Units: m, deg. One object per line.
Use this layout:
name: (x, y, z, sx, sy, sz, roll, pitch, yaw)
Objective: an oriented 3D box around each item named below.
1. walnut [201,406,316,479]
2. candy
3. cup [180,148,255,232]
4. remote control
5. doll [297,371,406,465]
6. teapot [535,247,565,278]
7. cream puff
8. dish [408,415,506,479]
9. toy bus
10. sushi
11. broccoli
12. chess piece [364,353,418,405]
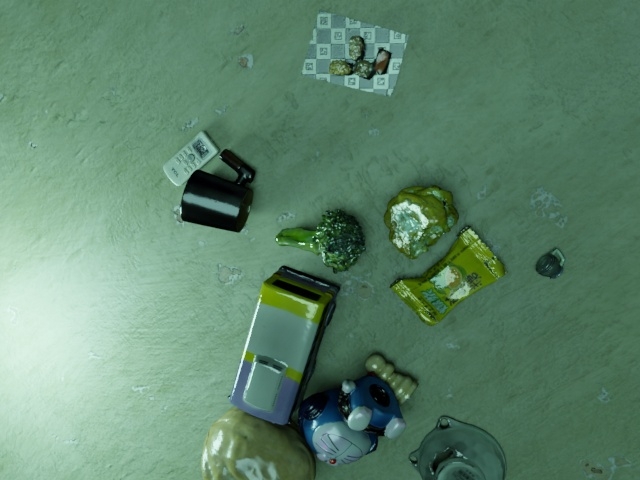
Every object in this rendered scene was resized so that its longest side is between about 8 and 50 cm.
walnut: (-0.198, 0.691, 1.977, 0.381, 0.381, 0.381, 3, 102, 13)
candy: (0.371, 0.112, 1.842, 0.297, 0.081, 0.187, -41, 91, 18)
cup: (-0.304, -0.148, 1.916, 0.177, 0.166, 0.239, 16, 106, 7)
remote control: (-0.409, -0.255, 1.988, 0.190, 0.029, 0.087, -37, 91, 18)
doll: (0.082, 0.545, 1.912, 0.284, 0.240, 0.310, 32, 121, -18)
teapot: (0.654, 0.068, 1.780, 0.057, 0.066, 0.088, 35, 85, -15)
cream puff: (0.288, -0.066, 1.776, 0.195, 0.195, 0.221, 44, 135, 2)
dish: (0.426, 0.708, 1.933, 0.303, 0.120, 0.303, 3, 103, 12)
toy bus: (-0.114, 0.329, 1.919, 0.209, 0.249, 0.440, 20, 105, 9)
sushi: (0.093, -0.528, 1.799, 0.279, 0.043, 0.192, 19, 105, 9)
broccoli: (0.015, 0.010, 1.905, 0.275, 0.177, 0.198, -13, 136, 44)
chess piece: (0.211, 0.417, 1.944, 0.170, 0.094, 0.094, 43, 108, 7)
